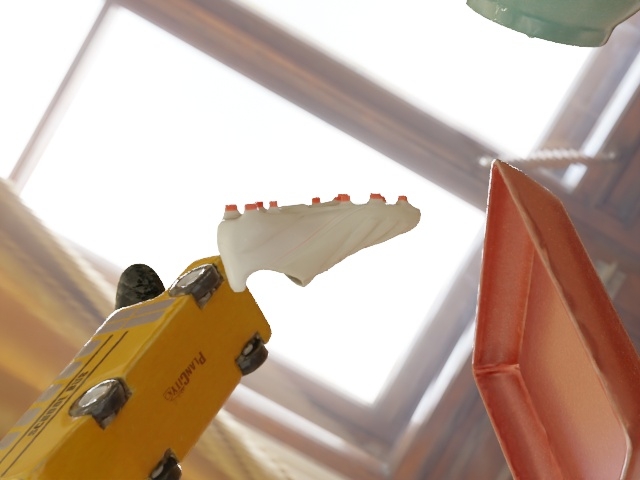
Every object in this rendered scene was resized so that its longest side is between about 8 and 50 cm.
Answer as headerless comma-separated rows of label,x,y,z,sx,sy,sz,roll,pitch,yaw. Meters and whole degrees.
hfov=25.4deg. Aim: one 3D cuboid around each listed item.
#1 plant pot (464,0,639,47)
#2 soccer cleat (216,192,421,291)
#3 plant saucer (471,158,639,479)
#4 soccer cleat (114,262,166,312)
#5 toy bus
plant pot,0.271,-0.335,1.595,0.293,0.293,0.196,-76,1,-66
soccer cleat,0.000,0.000,1.206,0.068,0.196,0.076,2,97,59
plant saucer,0.176,0.112,1.024,0.259,0.048,0.258,90,167,-48
soccer cleat,-0.184,0.113,1.431,0.072,0.060,0.179,-14,-76,-75
toy bus,-0.172,0.148,1.289,0.130,0.108,0.332,-17,24,36
